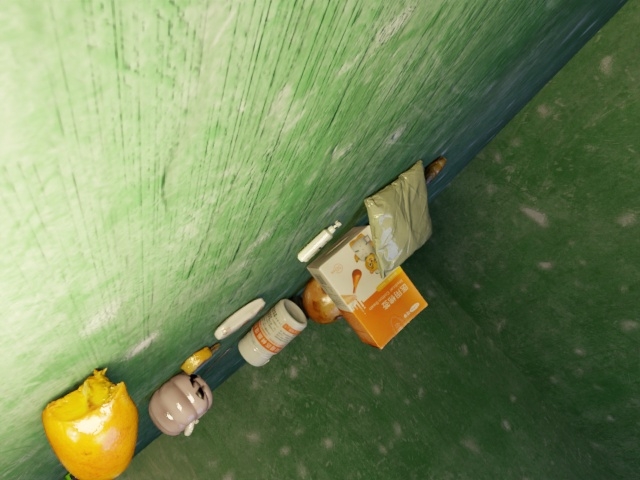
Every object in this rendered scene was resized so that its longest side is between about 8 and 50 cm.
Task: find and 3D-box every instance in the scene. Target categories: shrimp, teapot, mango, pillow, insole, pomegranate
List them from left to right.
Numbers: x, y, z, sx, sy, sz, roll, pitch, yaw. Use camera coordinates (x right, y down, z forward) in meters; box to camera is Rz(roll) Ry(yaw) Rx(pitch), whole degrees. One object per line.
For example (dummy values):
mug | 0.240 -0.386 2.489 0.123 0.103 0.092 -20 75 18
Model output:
mango | -0.366 0.310 0.780 0.126 0.154 0.252 -27 151 -34
insole | -0.407 0.477 1.881 0.188 0.004 0.064 -45 170 21
teapot | -0.115 0.298 1.961 0.108 0.111 0.149 -29 180 13
pomegranate | 0.023 0.223 1.920 0.215 0.215 0.215 -41 171 -7
pillow | 0.248 -0.062 1.429 0.281 0.076 0.274 -36 127 -34
shrimp | 0.395 -0.233 1.751 0.187 0.051 0.132 -42 172 -17

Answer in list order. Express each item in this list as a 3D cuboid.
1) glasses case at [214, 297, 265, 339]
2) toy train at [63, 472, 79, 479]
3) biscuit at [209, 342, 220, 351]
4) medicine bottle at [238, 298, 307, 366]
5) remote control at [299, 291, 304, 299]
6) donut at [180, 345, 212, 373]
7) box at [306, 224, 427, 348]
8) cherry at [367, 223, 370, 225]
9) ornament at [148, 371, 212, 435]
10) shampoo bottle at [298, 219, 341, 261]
glasses case | -0.212 0.207 1.270 0.164 0.041 0.063 -35 169 -39
toy train | -0.759 0.739 1.440 0.202 0.060 0.081 -39 164 -20
biscuit | -0.356 0.358 1.475 0.120 0.015 0.120 -41 172 -7
medicine bottle | -0.180 0.345 1.782 0.252 0.144 0.144 -43 171 17
remote control | -0.056 0.235 2.146 0.122 0.032 0.074 -48 169 31
donut | -0.346 0.338 1.348 0.067 0.038 0.083 -50 167 29
box | 0.152 0.149 1.537 0.225 0.341 0.143 -40 -168 -14
cherry | 0.241 -0.057 1.860 0.225 0.090 0.107 -46 165 -46
ornament | -0.400 0.478 1.386 0.177 0.177 0.177 -41 171 -7
shampoo bottle | 0.000 0.000 1.217 0.141 0.034 0.049 -43 164 8
